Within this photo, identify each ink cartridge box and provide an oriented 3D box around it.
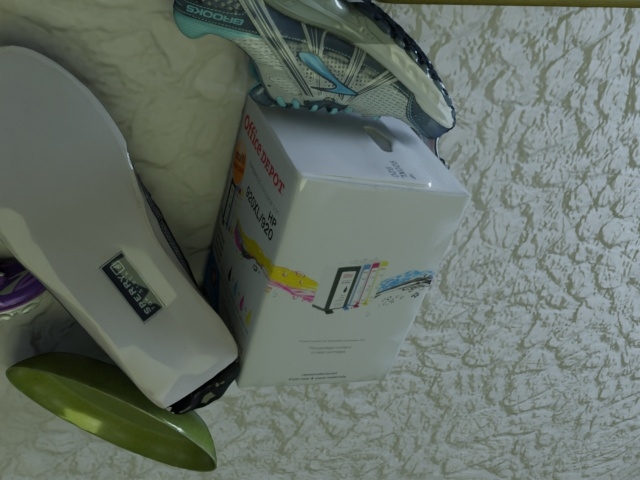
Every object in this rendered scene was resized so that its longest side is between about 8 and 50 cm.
[{"bbox_3d":[0.000,0.000,0.659,0.168,0.171,0.233,3,123,-25],"label":"ink cartridge box"}]

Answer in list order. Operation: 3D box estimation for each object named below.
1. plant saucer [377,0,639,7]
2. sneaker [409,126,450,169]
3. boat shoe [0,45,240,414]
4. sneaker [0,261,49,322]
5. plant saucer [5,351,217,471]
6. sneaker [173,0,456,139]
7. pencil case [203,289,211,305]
[{"bbox_3d":[0.229,-0.316,0.516,0.332,0.081,0.333,-4,139,-13],"label":"plant saucer"},{"bbox_3d":[0.118,-0.058,0.742,0.065,0.061,0.158,-21,132,-16],"label":"sneaker"},{"bbox_3d":[-0.206,-0.002,0.601,0.127,0.158,0.340,-33,111,-20],"label":"boat shoe"},{"bbox_3d":[-0.333,0.035,0.616,0.170,0.068,0.071,-4,121,-20],"label":"sneaker"},{"bbox_3d":[-0.215,0.180,0.717,0.241,0.037,0.241,17,149,11],"label":"plant saucer"},{"bbox_3d":[0.000,-0.164,0.593,0.283,0.110,0.122,31,117,-28],"label":"sneaker"},{"bbox_3d":[-0.145,0.125,0.763,0.070,0.064,0.152,36,107,-22],"label":"pencil case"}]
